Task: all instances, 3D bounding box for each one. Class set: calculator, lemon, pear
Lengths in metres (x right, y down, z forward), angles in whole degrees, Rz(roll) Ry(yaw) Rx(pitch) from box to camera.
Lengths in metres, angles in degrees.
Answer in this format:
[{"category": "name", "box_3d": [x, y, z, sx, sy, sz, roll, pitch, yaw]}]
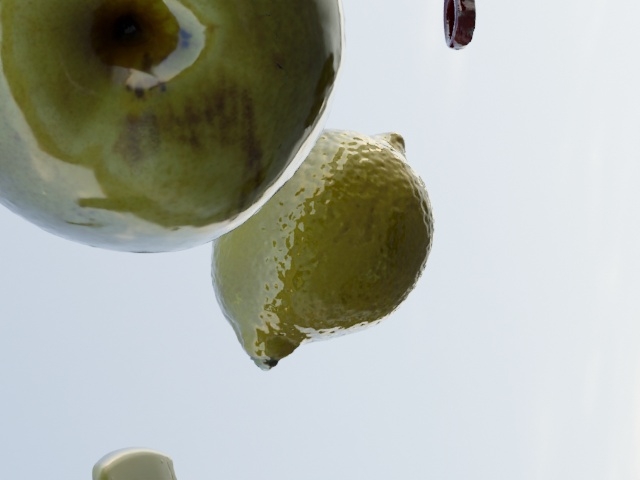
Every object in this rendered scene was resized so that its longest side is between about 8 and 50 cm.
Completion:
[{"category": "calculator", "box_3d": [-0.198, 0.310, 2.034, 0.236, 0.033, 0.157, 3, -113, -74]}, {"category": "lemon", "box_3d": [0.000, 0.000, 1.545, 0.244, 0.187, 0.187, -54, -32, -14]}, {"category": "pear", "box_3d": [-0.086, -0.101, 0.817, 0.209, 0.209, 0.209, 7, -90, -66]}]

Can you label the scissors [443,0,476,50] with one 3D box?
[{"category": "scissors", "box_3d": [0.106, -0.252, 1.395, 0.248, 0.017, 0.144, -99, 20, -63]}]
